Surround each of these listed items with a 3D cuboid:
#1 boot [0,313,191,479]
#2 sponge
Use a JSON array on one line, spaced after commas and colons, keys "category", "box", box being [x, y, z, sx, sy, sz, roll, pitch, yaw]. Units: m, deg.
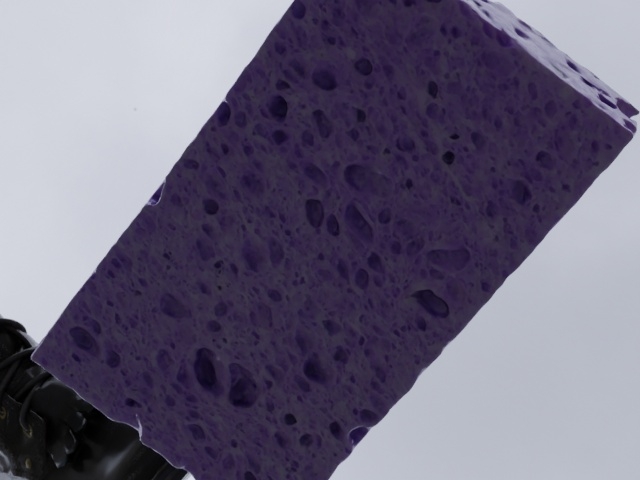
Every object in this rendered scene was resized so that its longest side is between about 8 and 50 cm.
[{"category": "boot", "box": [-0.178, 0.051, 0.837, 0.229, 0.263, 0.091, 54, -128, -11]}, {"category": "sponge", "box": [0.000, 0.000, 0.583, 0.117, 0.031, 0.210, 38, -65, -2]}]
